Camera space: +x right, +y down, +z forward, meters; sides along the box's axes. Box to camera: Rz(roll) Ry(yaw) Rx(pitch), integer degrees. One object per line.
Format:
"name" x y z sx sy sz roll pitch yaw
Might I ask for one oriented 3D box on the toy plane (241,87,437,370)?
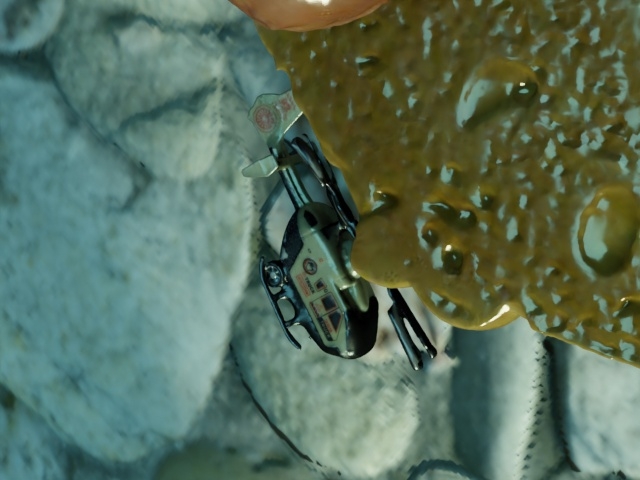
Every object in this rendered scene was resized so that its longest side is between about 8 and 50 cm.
"toy plane" 0.000 0.000 0.690 0.049 0.031 0.121 -25 90 37

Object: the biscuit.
"biscuit" 0.068 -0.036 0.615 0.250 0.035 0.162 44 127 24

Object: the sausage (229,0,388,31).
"sausage" 0.033 -0.144 0.564 0.077 0.077 0.194 49 114 16
